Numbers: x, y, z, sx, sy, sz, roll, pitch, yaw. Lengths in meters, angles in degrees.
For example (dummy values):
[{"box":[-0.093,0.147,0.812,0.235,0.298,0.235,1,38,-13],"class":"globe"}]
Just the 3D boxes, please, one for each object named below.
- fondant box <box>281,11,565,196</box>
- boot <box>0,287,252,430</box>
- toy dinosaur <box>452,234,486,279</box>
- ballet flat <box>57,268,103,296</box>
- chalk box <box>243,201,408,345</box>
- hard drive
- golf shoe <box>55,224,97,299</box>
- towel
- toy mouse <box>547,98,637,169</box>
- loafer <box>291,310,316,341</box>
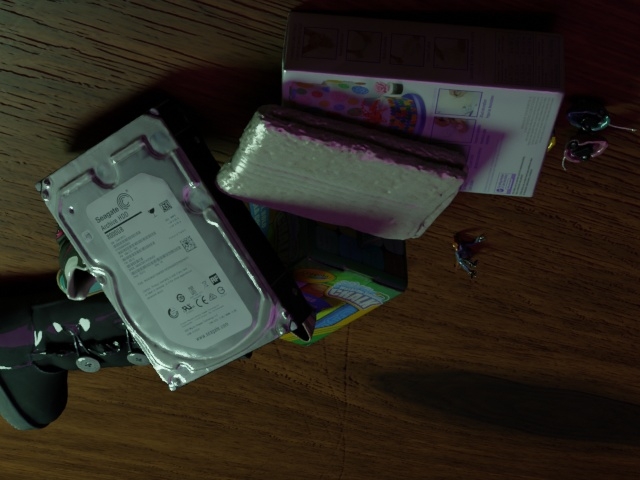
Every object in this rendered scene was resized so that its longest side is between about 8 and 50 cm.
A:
[{"box":[0.118,-0.162,1.799,0.330,0.096,0.238,4,151,0],"class":"fondant box"},{"box":[-0.322,0.174,2.383,0.445,0.146,0.367,-11,152,8],"class":"boot"},{"box":[0.212,0.023,2.228,0.090,0.047,0.082,-14,132,41],"class":"toy dinosaur"},{"box":[-0.280,0.032,2.189,0.232,0.073,0.080,-6,113,11],"class":"ballet flat"},{"box":[0.000,0.000,2.031,0.179,0.180,0.289,19,143,-34],"class":"chalk box"},{"box":[-0.195,0.010,1.923,0.237,0.064,0.339,-27,98,30],"class":"hard drive"},{"box":[-0.285,-0.014,2.050,0.105,0.120,0.273,16,145,-26],"class":"golf shoe"},{"box":[0.027,-0.083,1.812,0.282,0.049,0.187,15,149,-15],"class":"towel"},{"box":[0.344,-0.147,1.932,0.143,0.031,0.161,-9,148,14],"class":"toy mouse"},{"box":[-0.046,0.099,1.979,0.045,0.039,0.125,-19,146,30],"class":"loafer"}]
